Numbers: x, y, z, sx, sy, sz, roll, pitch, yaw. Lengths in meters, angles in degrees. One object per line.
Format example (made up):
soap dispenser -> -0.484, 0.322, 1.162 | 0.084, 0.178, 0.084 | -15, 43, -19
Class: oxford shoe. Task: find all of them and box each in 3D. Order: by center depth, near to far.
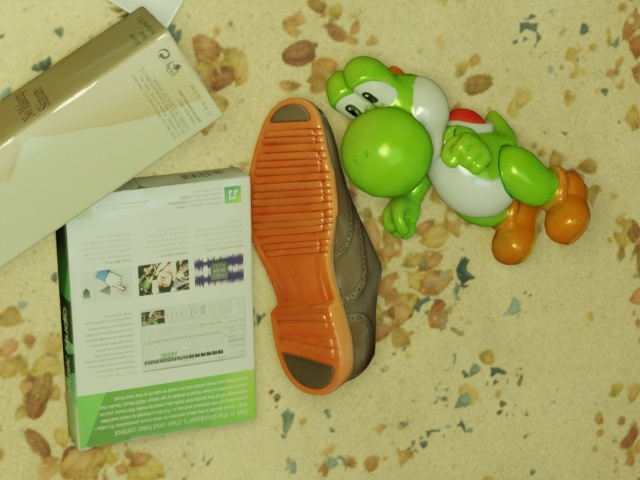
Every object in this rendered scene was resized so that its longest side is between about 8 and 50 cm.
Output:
oxford shoe -> 0.000, 0.000, 1.901 | 0.132, 0.130, 0.364 | -19, 108, -52

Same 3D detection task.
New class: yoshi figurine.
yoshi figurine -> 0.151, -0.078, 1.883 | 0.362, 0.203, 0.204 | 31, 98, -24

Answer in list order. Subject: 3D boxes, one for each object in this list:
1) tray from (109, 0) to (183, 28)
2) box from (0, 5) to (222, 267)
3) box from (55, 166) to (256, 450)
tray -> -0.253, -0.361, 1.716 | 0.270, 0.030, 0.145 | 29, 92, -27
box -> -0.279, -0.114, 1.699 | 0.311, 0.148, 0.121 | -35, 117, -5
box -> -0.197, 0.081, 1.858 | 0.232, 0.058, 0.322 | -7, 107, -21
